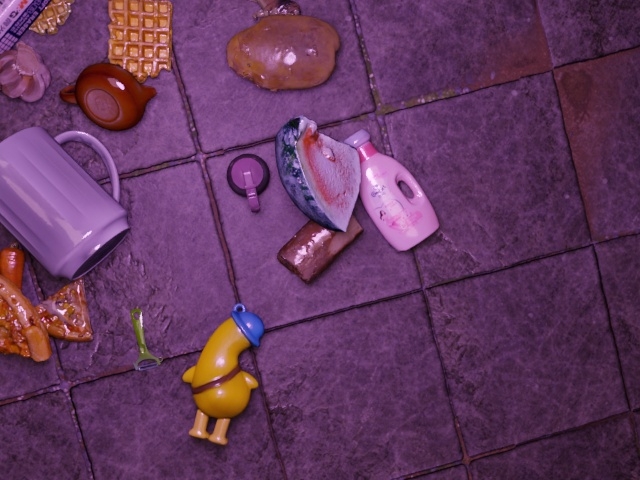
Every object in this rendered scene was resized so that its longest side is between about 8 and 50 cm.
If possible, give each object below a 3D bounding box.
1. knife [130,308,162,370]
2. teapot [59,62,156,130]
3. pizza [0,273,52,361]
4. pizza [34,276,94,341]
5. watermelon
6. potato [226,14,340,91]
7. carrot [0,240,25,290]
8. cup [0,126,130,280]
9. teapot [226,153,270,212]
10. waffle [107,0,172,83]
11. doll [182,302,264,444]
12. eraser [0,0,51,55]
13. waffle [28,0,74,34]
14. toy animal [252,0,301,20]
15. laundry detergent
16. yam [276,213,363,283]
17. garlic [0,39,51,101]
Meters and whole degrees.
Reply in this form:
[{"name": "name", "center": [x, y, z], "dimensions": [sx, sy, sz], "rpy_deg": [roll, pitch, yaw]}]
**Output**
[{"name": "knife", "center": [-0.474, 0.263, 1.679], "dimensions": [0.078, 0.022, 0.166], "rpy_deg": [-12, 94, -9]}, {"name": "teapot", "center": [-0.542, -0.373, 1.602], "dimensions": [0.252, 0.135, 0.178], "rpy_deg": [7, 127, 14]}, {"name": "pizza", "center": [-0.830, 0.201, 1.590], "dimensions": [0.226, 0.086, 0.335], "rpy_deg": [-41, 95, 17]}, {"name": "pizza", "center": [-0.656, 0.181, 1.653], "dimensions": [0.184, 0.036, 0.176], "rpy_deg": [34, 89, -5]}, {"name": "watermelon", "center": [0.016, -0.158, 1.529], "dimensions": [0.213, 0.320, 0.289], "rpy_deg": [-23, 68, -12]}, {"name": "potato", "center": [-0.094, -0.482, 1.617], "dimensions": [0.296, 0.141, 0.192], "rpy_deg": [-5, 91, -2]}, {"name": "carrot", "center": [-0.803, 0.129, 1.631], "dimensions": [0.061, 0.061, 0.257], "rpy_deg": [4, 95, -5]}, {"name": "cup", "center": [-0.629, -0.108, 1.565], "dimensions": [0.327, 0.237, 0.323], "rpy_deg": [45, 58, -4]}, {"name": "teapot", "center": [-0.192, -0.154, 1.619], "dimensions": [0.116, 0.146, 0.148], "rpy_deg": [17, 91, -5]}, {"name": "waffle", "center": [-0.468, -0.514, 1.628], "dimensions": [0.160, 0.055, 0.211], "rpy_deg": [3, 93, -5]}, {"name": "doll", "center": [-0.255, 0.341, 1.642], "dimensions": [0.199, 0.145, 0.363], "rpy_deg": [14, 85, 0]}, {"name": "eraser", "center": [-0.742, -0.589, 1.531], "dimensions": [0.086, 0.130, 0.287], "rpy_deg": [41, 91, -4]}, {"name": "waffle", "center": [-0.727, -0.624, 1.612], "dimensions": [0.183, 0.036, 0.169], "rpy_deg": [25, 92, -7]}, {"name": "toy animal", "center": [-0.161, -0.621, 1.644], "dimensions": [0.219, 0.069, 0.086], "rpy_deg": [24, 69, -10]}, {"name": "laundry detergent", "center": [0.176, -0.141, 1.677], "dimensions": [0.159, 0.088, 0.335], "rpy_deg": [-33, 94, -7]}, {"name": "yam", "center": [-0.001, -0.001, 1.649], "dimensions": [0.238, 0.128, 0.129], "rpy_deg": [-43, 96, -2]}, {"name": "garlic", "center": [-0.771, -0.403, 1.590], "dimensions": [0.194, 0.127, 0.131], "rpy_deg": [-29, 75, 23]}]
